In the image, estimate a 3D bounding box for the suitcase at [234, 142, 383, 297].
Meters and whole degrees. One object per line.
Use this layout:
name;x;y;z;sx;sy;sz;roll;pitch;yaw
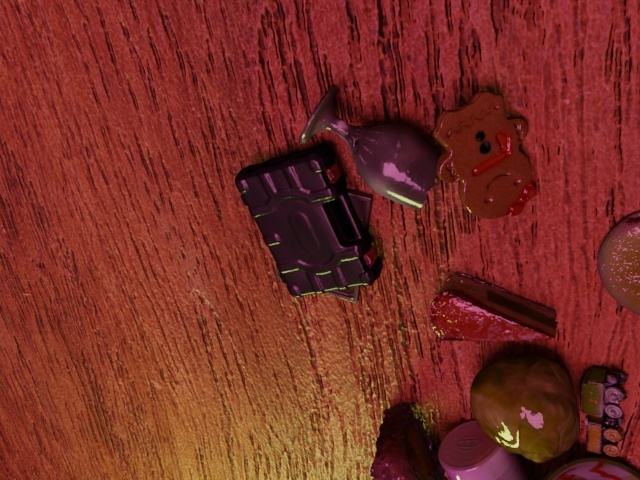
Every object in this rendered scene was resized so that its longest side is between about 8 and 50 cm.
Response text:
suitcase;-0.021;-0.030;1.313;0.206;0.066;0.286;-13;114;30

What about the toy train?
toy train;0.538;0.328;1.318;0.081;0.060;0.202;7;124;29

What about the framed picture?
framed picture;0.000;0.000;1.376;0.189;0.023;0.260;15;126;15

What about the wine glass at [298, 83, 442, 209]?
wine glass;0.092;-0.155;1.169;0.241;0.126;0.126;31;129;2

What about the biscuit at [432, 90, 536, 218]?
biscuit;0.269;-0.124;1.111;0.166;0.036;0.226;-29;117;-5

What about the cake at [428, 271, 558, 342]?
cake;0.311;0.119;1.268;0.220;0.086;0.117;-5;120;29

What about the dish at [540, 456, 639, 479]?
dish;0.529;0.599;1.382;0.324;0.324;0.124;36;161;0

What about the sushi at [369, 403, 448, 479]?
sushi;0.167;0.457;1.448;0.107;0.161;0.241;-32;61;23

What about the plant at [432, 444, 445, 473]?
plant;0.238;0.520;1.567;0.092;0.094;0.143;29;141;24

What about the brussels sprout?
brussels sprout;0.386;0.320;1.316;0.223;0.161;0.223;13;121;23

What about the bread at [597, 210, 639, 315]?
bread;0.575;0.045;1.131;0.228;0.033;0.229;11;123;18

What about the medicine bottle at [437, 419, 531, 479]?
medicine bottle;0.367;0.521;1.462;0.152;0.152;0.254;-18;112;33
